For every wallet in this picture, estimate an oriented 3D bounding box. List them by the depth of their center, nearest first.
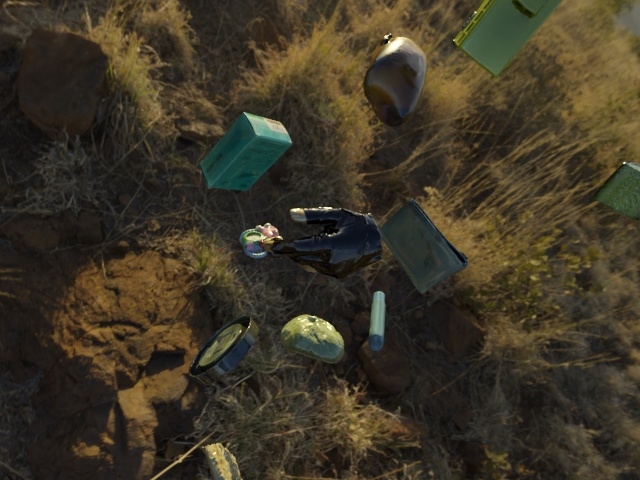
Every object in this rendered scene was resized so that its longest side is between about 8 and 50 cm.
[{"bbox_3d":[0.340,0.022,1.542,0.054,0.251,0.290,-30,80,-33],"label":"wallet"}]

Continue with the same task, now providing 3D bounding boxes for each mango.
[{"bbox_3d":[0.191,-0.414,1.157,0.152,0.201,0.287,18,51,0],"label":"mango"}]

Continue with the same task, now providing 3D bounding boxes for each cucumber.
[{"bbox_3d":[0.747,-0.115,1.076,0.062,0.115,0.116,-14,51,-39],"label":"cucumber"}]

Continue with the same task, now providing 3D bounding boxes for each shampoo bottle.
[{"bbox_3d":[0.235,0.318,1.841,0.061,0.104,0.259,5,42,6],"label":"shampoo bottle"}]

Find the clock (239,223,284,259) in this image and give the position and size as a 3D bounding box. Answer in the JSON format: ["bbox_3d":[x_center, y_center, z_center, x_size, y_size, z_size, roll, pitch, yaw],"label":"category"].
[{"bbox_3d":[-0.255,0.020,2.046,0.193,0.100,0.195,-18,37,-24],"label":"clock"}]

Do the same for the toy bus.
[{"bbox_3d":[0.422,-0.501,0.969,0.128,0.262,0.150,34,31,-8],"label":"toy bus"}]

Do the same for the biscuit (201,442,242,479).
[{"bbox_3d":[-0.173,0.497,0.894,0.040,0.188,0.266,-27,109,-14],"label":"biscuit"}]

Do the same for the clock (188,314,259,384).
[{"bbox_3d":[-0.256,0.291,1.200,0.042,0.215,0.215,51,48,-16],"label":"clock"}]

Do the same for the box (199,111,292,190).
[{"bbox_3d":[-0.287,-0.327,1.704,0.205,0.311,0.118,0,58,-52],"label":"box"}]

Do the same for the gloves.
[{"bbox_3d":[0.005,0.002,1.146,0.300,0.197,0.152,-3,26,8],"label":"gloves"}]

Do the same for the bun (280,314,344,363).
[{"bbox_3d":[-0.022,0.314,1.456,0.212,0.204,0.127,19,83,-6],"label":"bun"}]
